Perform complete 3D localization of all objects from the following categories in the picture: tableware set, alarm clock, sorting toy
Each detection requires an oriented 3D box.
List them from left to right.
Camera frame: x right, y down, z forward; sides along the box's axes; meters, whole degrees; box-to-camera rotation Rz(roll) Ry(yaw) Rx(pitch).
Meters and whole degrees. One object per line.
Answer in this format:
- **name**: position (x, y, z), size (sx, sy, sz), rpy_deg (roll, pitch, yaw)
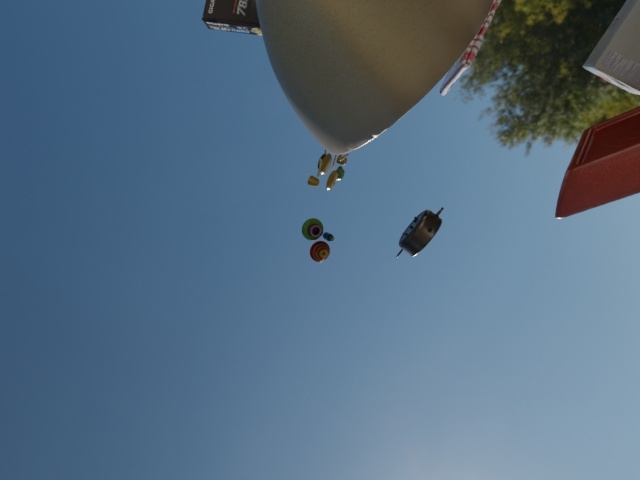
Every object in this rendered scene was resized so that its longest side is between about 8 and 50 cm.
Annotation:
- **sorting toy**: position (0.000, 0.000, 1.205), size (0.061, 0.042, 0.101), rpy_deg (-22, -73, -16)
- **tableware set**: position (0.019, -0.161, 1.227), size (0.024, 0.104, 0.154), rpy_deg (24, -147, 20)
- **alarm clock**: position (0.259, -0.012, 1.486), size (0.064, 0.192, 0.129), rpy_deg (36, -136, 0)

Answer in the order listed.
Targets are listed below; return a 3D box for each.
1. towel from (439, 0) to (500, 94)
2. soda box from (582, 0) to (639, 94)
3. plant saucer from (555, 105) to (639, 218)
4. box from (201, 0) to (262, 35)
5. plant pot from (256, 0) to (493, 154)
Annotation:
- **towel**: position (0.298, -0.386, 1.047), size (0.029, 0.144, 0.197), rpy_deg (27, -96, 0)
- **soda box**: position (0.477, -0.338, 0.712), size (0.091, 0.286, 0.098), rpy_deg (30, -156, 6)
- **plant saucer**: position (0.412, -0.131, 0.638), size (0.047, 0.259, 0.259), rpy_deg (60, -142, -9)
- **box**: position (-0.194, -0.789, 1.685), size (0.294, 0.073, 0.295), rpy_deg (11, -96, 7)
- **plant pot**: position (0.035, -0.274, 0.657), size (0.191, 0.284, 0.284), rpy_deg (38, -138, -22)
